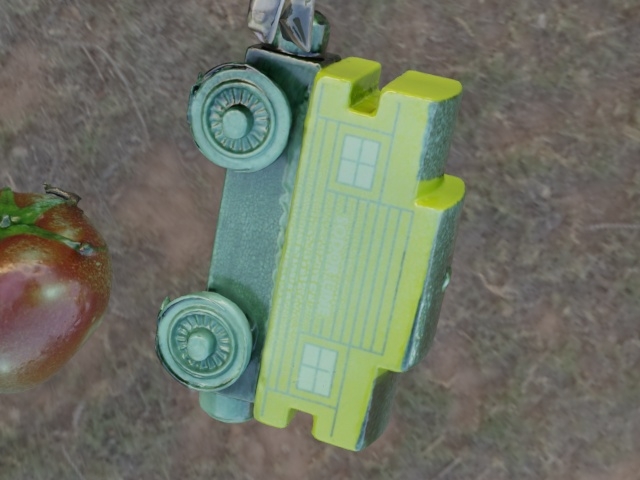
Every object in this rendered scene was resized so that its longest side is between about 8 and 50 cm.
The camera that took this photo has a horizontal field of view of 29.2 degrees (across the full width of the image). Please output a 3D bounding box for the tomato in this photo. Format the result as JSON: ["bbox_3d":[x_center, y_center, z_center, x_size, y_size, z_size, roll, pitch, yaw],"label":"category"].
[{"bbox_3d":[-0.438,0.066,1.678,0.303,0.303,0.239,2,120,-21],"label":"tomato"}]

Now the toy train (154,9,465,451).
[{"bbox_3d":[0.000,0.000,1.234,0.272,0.179,0.442,15,109,12],"label":"toy train"}]

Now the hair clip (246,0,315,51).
[{"bbox_3d":[-0.014,-0.285,0.912,0.106,0.084,0.292,19,114,18],"label":"hair clip"}]
